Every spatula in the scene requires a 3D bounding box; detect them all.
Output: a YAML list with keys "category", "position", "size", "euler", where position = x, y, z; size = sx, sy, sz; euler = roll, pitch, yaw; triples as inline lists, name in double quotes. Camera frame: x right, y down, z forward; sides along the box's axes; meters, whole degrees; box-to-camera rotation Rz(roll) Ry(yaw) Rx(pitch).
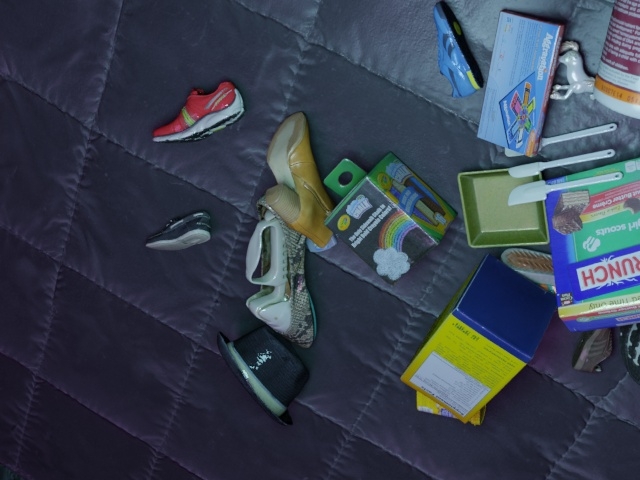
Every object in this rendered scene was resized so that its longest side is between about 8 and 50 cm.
- category: "spatula"
  position: [0.512, -0.171, 1.753]
  size: [0.242, 0.168, 0.019]
  euler: [-11, 149, 30]

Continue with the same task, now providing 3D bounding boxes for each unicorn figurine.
- category: "unicorn figurine"
  position: [0.527, -0.336, 1.704]
  size: [0.111, 0.060, 0.162]
  euler: [-14, 110, 33]

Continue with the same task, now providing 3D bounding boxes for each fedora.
- category: "fedora"
  position: [-0.132, 0.342, 2.235]
  size: [0.152, 0.334, 0.334]
  euler: [-38, 96, -1]

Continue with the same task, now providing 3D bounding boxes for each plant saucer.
- category: "plant saucer"
  position: [0.422, -0.080, 1.881]
  size: [0.188, 0.045, 0.188]
  euler: [-3, 112, 25]

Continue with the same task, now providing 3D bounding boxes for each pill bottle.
- category: "pill bottle"
  position: [0.654, -0.432, 1.504]
  size: [0.224, 0.224, 0.392]
  euler: [15, 119, 17]

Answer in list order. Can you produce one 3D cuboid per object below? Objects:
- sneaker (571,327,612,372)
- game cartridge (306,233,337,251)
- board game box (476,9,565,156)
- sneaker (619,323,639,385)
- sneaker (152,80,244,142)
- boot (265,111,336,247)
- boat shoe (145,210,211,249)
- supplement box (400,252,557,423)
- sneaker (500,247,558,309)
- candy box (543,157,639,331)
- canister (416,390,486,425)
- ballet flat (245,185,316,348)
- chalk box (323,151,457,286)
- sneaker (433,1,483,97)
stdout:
- category: "sneaker"
  position: [0.654, 0.232, 1.927]
  size: [0.071, 0.066, 0.188]
  euler: [14, 125, -1]
- category: "game cartridge"
  position: [0.000, 0.000, 2.125]
  size: [0.083, 0.017, 0.056]
  euler: [-17, 109, 30]
- category: "board game box"
  position: [0.420, -0.331, 1.744]
  size: [0.145, 0.027, 0.281]
  euler: [29, 126, 37]
- category: "sneaker"
  position: [0.793, 0.148, 1.756]
  size: [0.182, 0.158, 0.410]
  euler: [9, 117, -17]
- category: "sneaker"
  position: [-0.312, -0.322, 2.080]
  size: [0.279, 0.107, 0.118]
  euler: [-19, 87, 27]
- category: "boot"
  position: [-0.032, -0.143, 1.993]
  size: [0.104, 0.295, 0.211]
  euler: [-15, 142, 36]
- category: "boat shoe"
  position: [-0.390, -0.021, 2.266]
  size: [0.233, 0.084, 0.079]
  euler: [-16, 68, 36]
- category: "supplement box"
  position: [0.361, 0.233, 1.908]
  size: [0.194, 0.195, 0.356]
  euler: [34, 142, 6]
- category: "sneaker"
  position: [0.552, 0.112, 1.890]
  size: [0.302, 0.108, 0.121]
  euler: [17, 134, 14]
- category: "candy box"
  position: [0.613, 0.007, 1.685]
  size: [0.268, 0.122, 0.317]
  euler: [-14, 63, 28]
- category: "canister"
  position: [0.338, 0.400, 2.131]
  size: [0.170, 0.073, 0.126]
  euler: [8, 116, 22]
- category: "ballet flat"
  position: [-0.115, 0.089, 2.117]
  size: [0.164, 0.182, 0.483]
  euler: [23, 125, 40]
- category: "chalk box"
  position: [0.143, -0.074, 1.932]
  size: [0.289, 0.179, 0.180]
  euler: [44, 124, 0]
- category: "sneaker"
  position: [0.276, -0.407, 1.778]
  size: [0.082, 0.069, 0.209]
  euler: [-17, 106, 33]
